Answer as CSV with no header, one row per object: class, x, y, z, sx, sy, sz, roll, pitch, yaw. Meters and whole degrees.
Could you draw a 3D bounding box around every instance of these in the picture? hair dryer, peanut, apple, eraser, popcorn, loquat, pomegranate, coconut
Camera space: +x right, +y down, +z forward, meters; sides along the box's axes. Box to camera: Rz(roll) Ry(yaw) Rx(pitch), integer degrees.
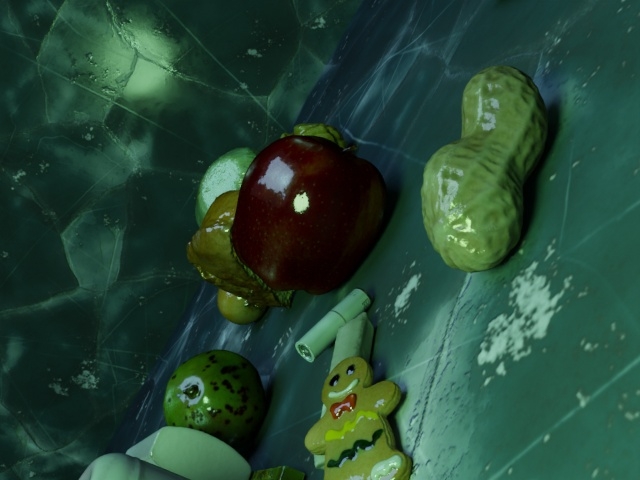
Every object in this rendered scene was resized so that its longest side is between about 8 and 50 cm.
hair dryer,0.005,0.173,1.199,0.155,0.044,0.183,-38,-15,-33
peanut,0.208,-0.100,0.884,0.298,0.136,0.120,-66,12,-22
apple,-0.024,-0.057,1.340,0.288,0.288,0.316,-98,29,-67
eraser,-0.250,0.412,1.249,0.270,0.174,0.094,-42,22,54
popcorn,-0.021,-0.211,1.854,0.226,0.200,0.203,8,97,43
loquat,-0.202,0.145,1.824,0.163,0.137,0.163,178,90,-66
pomegranate,-0.203,0.334,1.427,0.211,0.211,0.263,-64,-27,-10
coconut,-0.192,-0.095,1.952,0.281,0.328,0.328,-23,31,22

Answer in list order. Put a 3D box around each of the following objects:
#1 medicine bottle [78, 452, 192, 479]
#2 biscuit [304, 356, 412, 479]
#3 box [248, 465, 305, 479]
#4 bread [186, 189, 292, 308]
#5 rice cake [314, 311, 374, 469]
medicine bottle,-0.166,0.422,0.813,0.256,0.325,0.256,-55,15,22
biscuit,0.040,0.242,0.911,0.158,0.035,0.240,-37,29,16
box,-0.128,0.472,1.152,0.311,0.043,0.173,-39,26,57
bread,-0.181,0.017,1.558,0.179,0.340,0.194,8,66,29
rice cake,0.039,0.219,1.033,0.057,0.052,0.256,-44,22,41
